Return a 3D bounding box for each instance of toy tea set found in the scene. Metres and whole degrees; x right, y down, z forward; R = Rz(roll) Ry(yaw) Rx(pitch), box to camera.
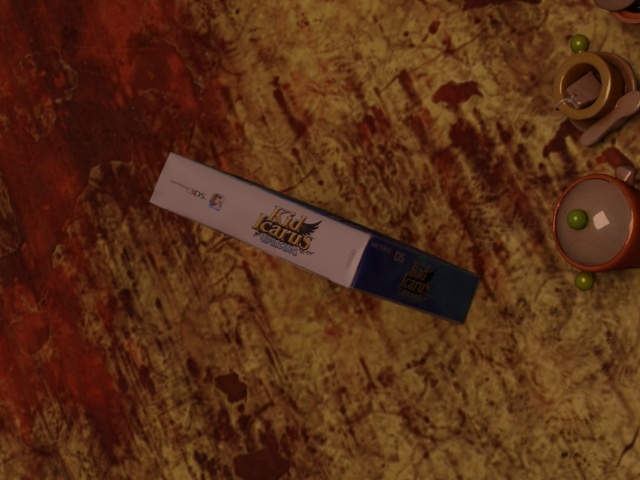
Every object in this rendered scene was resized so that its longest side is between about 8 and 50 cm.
[{"bbox_3d":[0.296,-0.120,1.771,0.200,0.124,0.336,-25,69,36],"label":"toy tea set"}]

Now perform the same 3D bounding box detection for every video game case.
[{"bbox_3d":[0.000,0.000,1.842,0.244,0.269,0.061,21,90,29],"label":"video game case"}]
